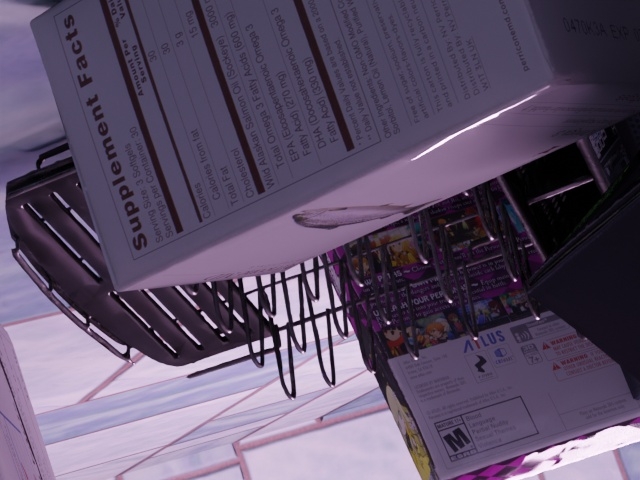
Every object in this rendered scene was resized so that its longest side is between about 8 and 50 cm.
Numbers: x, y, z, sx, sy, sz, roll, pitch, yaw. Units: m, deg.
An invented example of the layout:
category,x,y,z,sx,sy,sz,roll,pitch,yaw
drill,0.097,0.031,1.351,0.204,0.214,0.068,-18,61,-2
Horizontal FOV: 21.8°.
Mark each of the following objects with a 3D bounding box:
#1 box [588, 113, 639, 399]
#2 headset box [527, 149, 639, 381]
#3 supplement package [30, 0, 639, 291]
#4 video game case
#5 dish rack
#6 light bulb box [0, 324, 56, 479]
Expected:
category,x,y,z,sx,sy,sz,roll,pitch,yaw
box,0.171,-0.020,0.853,0.059,0.183,0.232,-19,169,-2
headset box,0.210,-0.056,0.511,0.283,0.131,0.246,-49,177,-13
supplement package,0.010,-0.063,0.564,0.179,0.105,0.105,-24,170,33
video game case,0.134,0.033,1.011,0.232,0.210,0.042,-16,147,-14
dish rack,0.000,0.000,0.771,0.272,0.074,0.208,-19,142,14
light bulb box,-0.239,0.213,0.881,0.225,0.358,0.361,-19,169,-7
